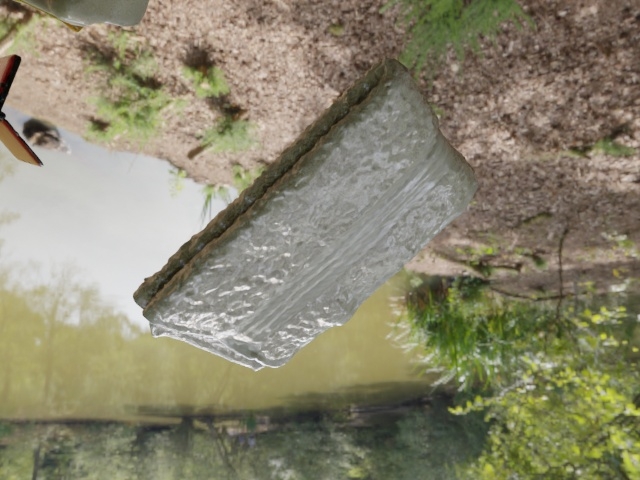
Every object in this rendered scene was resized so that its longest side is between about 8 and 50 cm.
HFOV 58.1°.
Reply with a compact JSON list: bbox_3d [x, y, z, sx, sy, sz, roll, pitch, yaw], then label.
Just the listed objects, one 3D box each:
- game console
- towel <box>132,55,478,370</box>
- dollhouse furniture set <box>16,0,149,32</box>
[{"bbox_3d":[-0.416,-0.178,0.791,0.085,0.124,0.144,23,175,-41],"label":"game console"},{"bbox_3d":[0.000,0.000,0.488,0.282,0.049,0.187,-43,142,8],"label":"towel"},{"bbox_3d":[-0.122,-0.284,0.329,0.198,0.301,0.151,28,-160,13],"label":"dollhouse furniture set"}]
